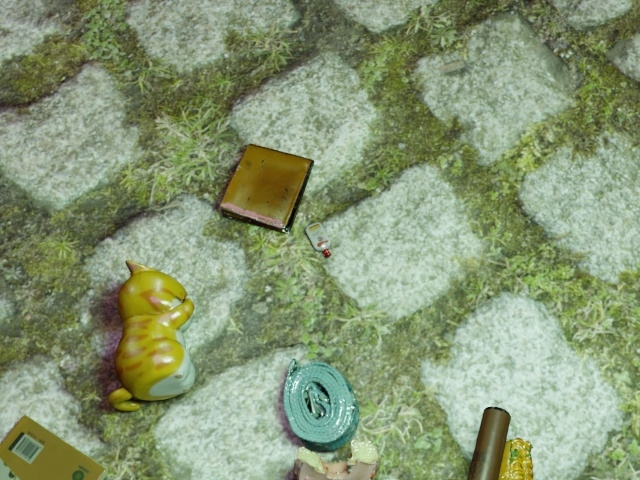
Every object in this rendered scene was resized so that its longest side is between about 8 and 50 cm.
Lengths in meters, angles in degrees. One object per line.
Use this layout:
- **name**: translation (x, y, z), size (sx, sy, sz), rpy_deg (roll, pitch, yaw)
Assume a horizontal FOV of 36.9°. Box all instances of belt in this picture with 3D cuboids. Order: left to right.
- **belt**: translation (0.003, 0.319, 1.842), size (0.148, 0.082, 0.162), rpy_deg (5, 65, 14)

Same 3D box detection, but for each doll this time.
- **doll**: translation (-0.322, 0.185, 1.870), size (0.162, 0.166, 0.269), rpy_deg (2, 59, -2)

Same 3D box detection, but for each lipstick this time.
- **lipstick**: translation (0.282, 0.464, 1.715), size (0.057, 0.057, 0.356), rpy_deg (15, 59, 8)

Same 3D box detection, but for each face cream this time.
- **face cream**: translation (0.000, 0.000, 2.048), size (0.040, 0.021, 0.083), rpy_deg (-23, 65, -12)

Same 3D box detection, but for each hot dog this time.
- **hot dog**: translation (0.360, 0.435, 1.764), size (0.072, 0.055, 0.188), rpy_deg (19, 35, -2)

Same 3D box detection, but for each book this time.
- **book**: translation (-0.564, 0.495, 1.775), size (0.208, 0.020, 0.295), rpy_deg (30, 65, 14)

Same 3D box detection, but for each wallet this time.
- **wallet**: translation (-0.117, -0.116, 2.101), size (0.161, 0.042, 0.195), rpy_deg (17, 61, 3)

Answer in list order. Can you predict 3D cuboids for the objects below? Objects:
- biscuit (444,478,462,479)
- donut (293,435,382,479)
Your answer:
- **biscuit**: translation (0.233, 0.573, 1.713), size (0.432, 0.064, 0.282), rpy_deg (-5, 62, -13)
- **donut**: translation (0.027, 0.426, 1.775), size (0.166, 0.117, 0.065), rpy_deg (2, 33, -10)
